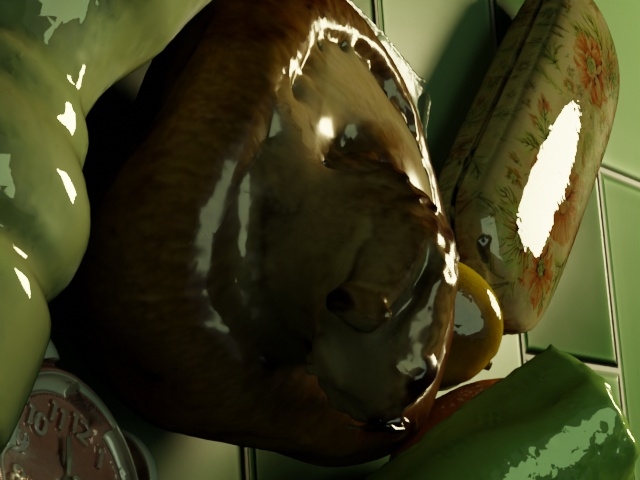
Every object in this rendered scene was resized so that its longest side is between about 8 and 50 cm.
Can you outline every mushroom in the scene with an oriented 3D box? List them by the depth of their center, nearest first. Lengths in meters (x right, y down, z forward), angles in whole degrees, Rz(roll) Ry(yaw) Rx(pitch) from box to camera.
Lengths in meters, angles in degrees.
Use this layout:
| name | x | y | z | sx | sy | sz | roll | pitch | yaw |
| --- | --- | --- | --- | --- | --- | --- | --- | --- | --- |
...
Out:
| name | x | y | z | sx | sy | sz | roll | pitch | yaw |
| --- | --- | --- | --- | --- | --- | --- | --- | --- | --- |
| mushroom | 0.000 | 0.000 | 0.969 | 0.345 | 0.259 | 0.345 | 17 | 70 | -57 |

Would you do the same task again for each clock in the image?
| name | x | y | z | sx | sy | sz | roll | pitch | yaw |
| --- | --- | --- | --- | --- | --- | --- | --- | --- | --- |
| clock | -0.164 | 0.138 | 0.846 | 0.166 | 0.092 | 0.162 | 54 | 31 | -32 |

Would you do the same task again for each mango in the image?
| name | x | y | z | sx | sy | sz | roll | pitch | yaw |
| --- | --- | --- | --- | --- | --- | --- | --- | --- | --- |
| mango | 0.064 | 0.058 | 1.193 | 0.161 | 0.076 | 0.103 | 15 | 89 | -22 |

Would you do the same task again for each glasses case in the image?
| name | x | y | z | sx | sy | sz | roll | pitch | yaw |
| --- | --- | --- | --- | --- | --- | --- | --- | --- | --- |
| glasses case | 0.198 | -0.085 | 1.442 | 0.156 | 0.098 | 0.425 | 63 | 36 | -30 |

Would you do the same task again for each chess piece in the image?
| name | x | y | z | sx | sy | sz | roll | pitch | yaw |
| --- | --- | --- | --- | --- | --- | --- | --- | --- | --- |
| chess piece | -0.168 | -0.110 | 0.794 | 0.234 | 0.234 | 0.442 | 48 | 51 | -38 |

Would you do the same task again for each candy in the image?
| name | x | y | z | sx | sy | sz | roll | pitch | yaw |
| --- | --- | --- | --- | --- | --- | --- | --- | --- | --- |
| candy | 0.051 | 0.202 | 0.972 | 0.343 | 0.132 | 0.142 | -35 | 124 | -20 |

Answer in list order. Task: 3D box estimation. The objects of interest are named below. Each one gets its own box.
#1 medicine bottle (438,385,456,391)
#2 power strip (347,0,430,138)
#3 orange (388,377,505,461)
| name | x | y | z | sx | sy | sz | roll | pitch | yaw |
| --- | --- | --- | --- | --- | --- | --- | --- | --- | --- |
| medicine bottle | 0.091 | 0.079 | 1.277 | 0.083 | 0.047 | 0.047 | 62 | 36 | -24 |
| power strip | 0.042 | -0.095 | 1.242 | 0.198 | 0.064 | 0.213 | 40 | 48 | -47 |
| orange | 0.130 | 0.217 | 1.175 | 0.224 | 0.170 | 0.224 | 175 | -90 | -87 |
